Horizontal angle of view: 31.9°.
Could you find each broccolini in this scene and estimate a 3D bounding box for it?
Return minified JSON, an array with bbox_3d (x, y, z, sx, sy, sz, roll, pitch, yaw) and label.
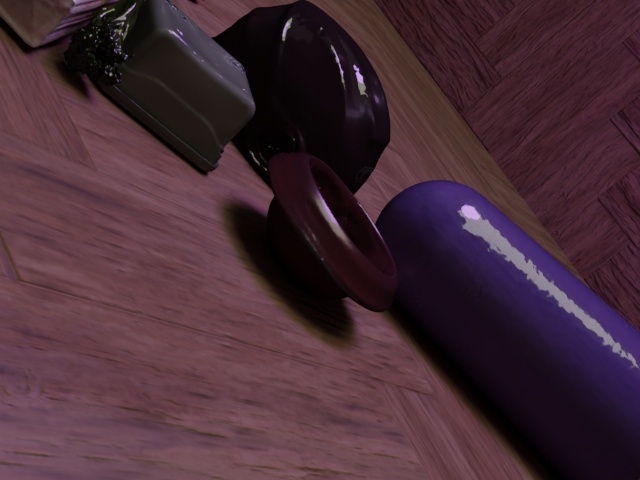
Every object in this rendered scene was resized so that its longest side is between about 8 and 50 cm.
[{"bbox_3d":[-0.177,-0.246,1.078,0.067,0.216,0.058,7,-30,36],"label":"broccolini"}]

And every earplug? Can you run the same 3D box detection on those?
[{"bbox_3d":[0.252,0.104,1.429,0.456,0.215,0.215,44,16,-10],"label":"earplug"}]

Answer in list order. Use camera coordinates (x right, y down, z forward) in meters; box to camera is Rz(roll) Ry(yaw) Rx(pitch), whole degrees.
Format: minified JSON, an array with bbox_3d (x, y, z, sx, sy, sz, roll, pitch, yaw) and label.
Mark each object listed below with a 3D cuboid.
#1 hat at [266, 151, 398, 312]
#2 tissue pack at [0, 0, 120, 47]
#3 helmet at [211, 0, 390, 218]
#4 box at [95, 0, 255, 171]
[{"bbox_3d":[0.000,0.000,1.174,0.205,0.089,0.205,50,15,-19],"label":"hat"},{"bbox_3d":[-0.275,-0.294,1.131,0.170,0.071,0.325,46,15,-10],"label":"tissue pack"},{"bbox_3d":[-0.007,-0.173,1.405,0.305,0.177,0.225,49,13,3],"label":"helmet"},{"bbox_3d":[-0.145,-0.168,1.155,0.172,0.093,0.124,39,18,-34],"label":"box"}]
